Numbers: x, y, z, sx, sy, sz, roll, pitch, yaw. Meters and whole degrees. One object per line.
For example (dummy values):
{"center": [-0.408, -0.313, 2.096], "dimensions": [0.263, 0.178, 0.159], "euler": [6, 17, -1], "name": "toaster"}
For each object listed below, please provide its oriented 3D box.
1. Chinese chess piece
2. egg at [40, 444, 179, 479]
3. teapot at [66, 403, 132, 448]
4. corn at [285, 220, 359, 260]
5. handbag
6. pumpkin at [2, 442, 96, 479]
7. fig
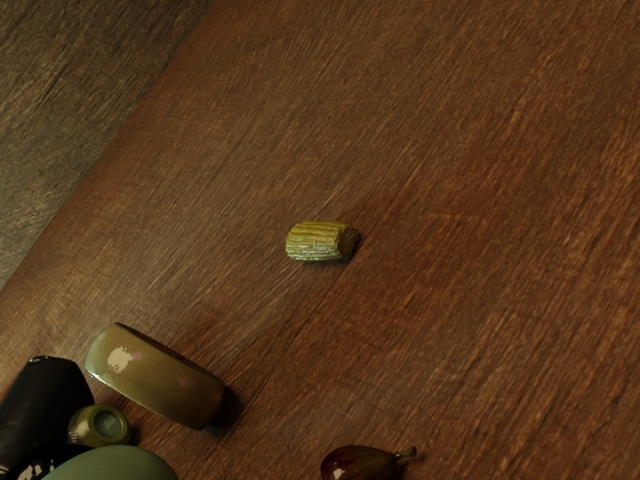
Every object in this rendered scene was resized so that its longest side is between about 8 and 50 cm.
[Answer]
{"center": [-0.286, 0.237, 1.395], "dimensions": [0.251, 0.251, 0.097], "euler": [12, 70, 60], "name": "Chinese chess piece"}
{"center": [-0.344, 0.484, 1.151], "dimensions": [0.276, 0.276, 0.389], "euler": [-4, 50, 55], "name": "egg"}
{"center": [-0.455, 0.401, 1.574], "dimensions": [0.119, 0.130, 0.166], "euler": [-51, -13, 33], "name": "teapot"}
{"center": [0.000, 0.000, 1.462], "dimensions": [0.085, 0.063, 0.165], "euler": [-38, 20, -31], "name": "corn"}
{"center": [-0.572, 0.437, 1.678], "dimensions": [0.178, 0.275, 0.302], "euler": [0, 42, 15], "name": "handbag"}
{"center": [-0.451, 0.469, 1.399], "dimensions": [0.163, 0.233, 0.233], "euler": [86, -152, -64], "name": "pumpkin"}
{"center": [0.064, 0.289, 1.002], "dimensions": [0.125, 0.089, 0.089], "euler": [-23, 29, -2], "name": "fig"}
